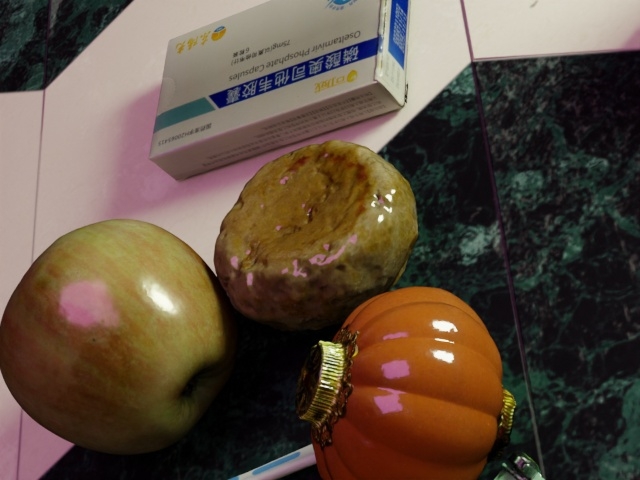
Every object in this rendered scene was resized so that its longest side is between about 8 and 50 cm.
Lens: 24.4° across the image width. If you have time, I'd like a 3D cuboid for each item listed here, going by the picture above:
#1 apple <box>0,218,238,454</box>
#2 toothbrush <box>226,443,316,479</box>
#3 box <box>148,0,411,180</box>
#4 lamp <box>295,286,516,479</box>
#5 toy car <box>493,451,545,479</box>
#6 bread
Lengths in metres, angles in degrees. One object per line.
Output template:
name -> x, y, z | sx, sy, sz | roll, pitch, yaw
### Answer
apple -> -0.213, 0.108, 1.612 | 0.234, 0.257, 0.256 | 31, 82, 19
toothbrush -> -0.100, 0.273, 1.555 | 0.386, 0.040, 0.040 | -25, 48, 18
box -> -0.050, -0.209, 1.820 | 0.343, 0.065, 0.200 | -16, 52, 30
lamp -> 0.079, 0.152, 1.372 | 0.223, 0.197, 0.223 | -165, 90, -77
toy car -> 0.200, 0.251, 1.310 | 0.073, 0.054, 0.143 | -49, 45, -3
bread -> 0.000, 0.000, 1.586 | 0.230, 0.123, 0.230 | -20, 44, 20
